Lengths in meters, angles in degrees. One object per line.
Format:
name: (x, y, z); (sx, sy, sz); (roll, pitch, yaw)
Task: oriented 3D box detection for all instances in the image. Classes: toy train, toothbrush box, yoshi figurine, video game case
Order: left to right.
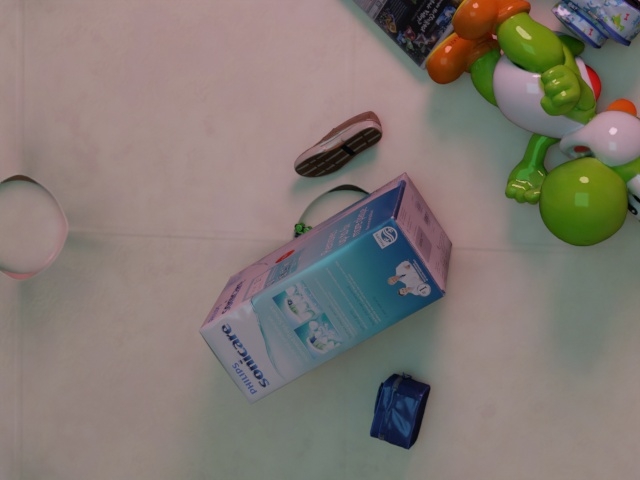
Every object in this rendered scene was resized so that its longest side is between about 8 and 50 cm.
toy train: (0.000, 0.000, 1.896); (0.083, 0.017, 0.023); (23, 110, 13)
toothbrush box: (0.012, 0.059, 1.782); (0.295, 0.216, 0.126); (-31, 101, 17)
video game case: (0.122, -0.344, 1.785); (0.173, 0.022, 0.190); (47, 136, 10)
yoshi figurine: (0.282, -0.135, 1.716); (0.362, 0.203, 0.203); (46, 109, 9)

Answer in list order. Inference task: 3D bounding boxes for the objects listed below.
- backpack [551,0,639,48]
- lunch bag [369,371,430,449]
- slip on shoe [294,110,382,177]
backpack: (0.352, -0.289, 1.732); (0.114, 0.105, 0.084); (38, 108, 8)
lunch bag: (0.105, 0.225, 1.854); (0.065, 0.067, 0.098); (16, 97, 14)
slip on shoe: (0.023, -0.132, 1.870); (0.135, 0.051, 0.041); (-31, 45, 23)
